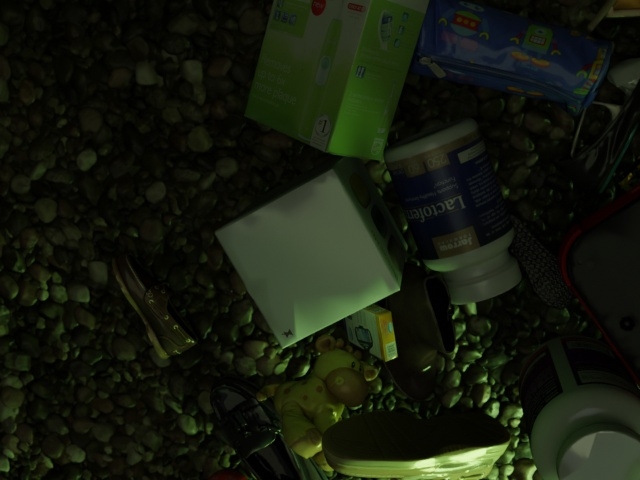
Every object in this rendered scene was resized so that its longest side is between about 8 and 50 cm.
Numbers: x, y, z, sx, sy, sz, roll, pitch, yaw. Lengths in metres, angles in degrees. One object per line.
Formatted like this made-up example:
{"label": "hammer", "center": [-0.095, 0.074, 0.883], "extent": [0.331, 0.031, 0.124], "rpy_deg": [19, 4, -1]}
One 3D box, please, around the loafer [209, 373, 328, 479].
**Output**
{"label": "loafer", "center": [-0.090, 0.369, 1.425], "extent": [0.109, 0.095, 0.302], "rpy_deg": [-37, 95, 14]}

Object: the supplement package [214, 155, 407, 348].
{"label": "supplement package", "center": [0.000, 0.000, 1.241], "extent": [0.198, 0.262, 0.199], "rpy_deg": [-28, 98, 14]}

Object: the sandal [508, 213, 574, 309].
{"label": "sandal", "center": [0.351, 0.031, 1.315], "extent": [0.067, 0.040, 0.179], "rpy_deg": [-38, 80, 9]}

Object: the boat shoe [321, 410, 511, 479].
{"label": "boat shoe", "center": [0.155, 0.355, 1.313], "extent": [0.341, 0.121, 0.110], "rpy_deg": [5, 116, -24]}

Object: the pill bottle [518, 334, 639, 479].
{"label": "pill bottle", "center": [0.399, 0.272, 1.209], "extent": [0.182, 0.323, 0.181], "rpy_deg": [2, 103, 9]}

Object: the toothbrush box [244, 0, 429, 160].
{"label": "toothbrush box", "center": [0.023, -0.286, 1.200], "extent": [0.206, 0.122, 0.283], "rpy_deg": [31, 109, 42]}

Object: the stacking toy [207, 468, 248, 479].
{"label": "stacking toy", "center": [-0.092, 0.553, 1.455], "extent": [0.141, 0.141, 0.330], "rpy_deg": [-44, 89, 15]}

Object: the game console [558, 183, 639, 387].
{"label": "game console", "center": [0.549, 0.077, 1.071], "extent": [0.342, 0.060, 0.386], "rpy_deg": [-35, 87, 18]}

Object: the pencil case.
{"label": "pencil case", "center": [0.272, -0.276, 1.204], "extent": [0.306, 0.133, 0.119], "rpy_deg": [16, 146, 5]}

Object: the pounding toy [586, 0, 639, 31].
{"label": "pounding toy", "center": [0.453, -0.371, 1.171], "extent": [0.141, 0.100, 0.130], "rpy_deg": [0, 102, 9]}

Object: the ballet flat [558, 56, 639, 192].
{"label": "ballet flat", "center": [0.458, -0.204, 1.215], "extent": [0.096, 0.095, 0.280], "rpy_deg": [34, 105, 10]}

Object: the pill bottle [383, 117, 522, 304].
{"label": "pill bottle", "center": [0.211, -0.044, 1.256], "extent": [0.153, 0.153, 0.264], "rpy_deg": [-20, 99, 13]}

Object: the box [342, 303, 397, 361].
{"label": "box", "center": [0.077, 0.142, 1.343], "extent": [0.028, 0.136, 0.081], "rpy_deg": [-16, 107, -23]}

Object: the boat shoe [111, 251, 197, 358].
{"label": "boat shoe", "center": [-0.287, 0.105, 1.413], "extent": [0.073, 0.073, 0.207], "rpy_deg": [-25, 105, 12]}

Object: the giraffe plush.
{"label": "giraffe plush", "center": [0.016, 0.262, 1.371], "extent": [0.170, 0.181, 0.210], "rpy_deg": [-48, 57, 5]}

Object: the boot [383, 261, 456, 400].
{"label": "boot", "center": [0.159, 0.159, 1.277], "extent": [0.090, 0.207, 0.248], "rpy_deg": [-13, 98, -11]}

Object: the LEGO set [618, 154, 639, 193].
{"label": "LEGO set", "center": [0.565, 0.035, 1.170], "extent": [0.255, 0.192, 0.331], "rpy_deg": [-38, 102, 22]}
